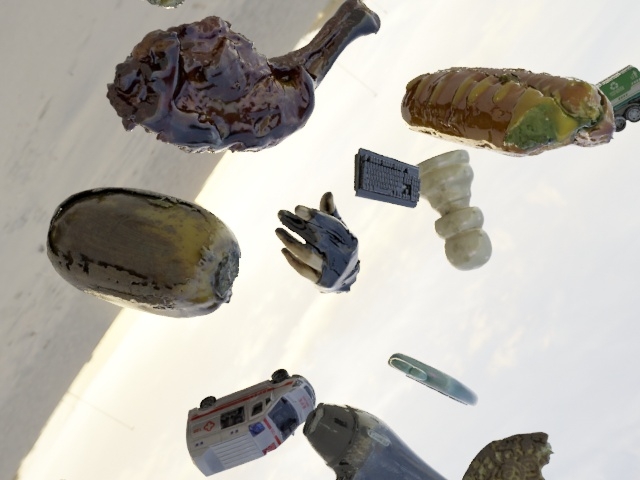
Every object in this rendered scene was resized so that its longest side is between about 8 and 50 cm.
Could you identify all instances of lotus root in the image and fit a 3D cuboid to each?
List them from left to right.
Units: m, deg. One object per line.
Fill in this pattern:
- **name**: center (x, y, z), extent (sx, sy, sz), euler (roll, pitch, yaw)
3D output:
- **lotus root**: center (-0.301, 0.016, 1.220), extent (0.397, 0.179, 0.196), euler (11, -116, 26)

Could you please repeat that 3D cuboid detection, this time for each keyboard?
- **keyboard**: center (0.131, -0.117, 1.412), extent (0.025, 0.230, 0.094), euler (1, -93, 35)

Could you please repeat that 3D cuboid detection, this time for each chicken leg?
- **chicken leg**: center (-0.069, -0.190, 0.854), extent (0.096, 0.158, 0.407), euler (18, -147, 38)

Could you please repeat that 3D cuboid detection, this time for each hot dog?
- **hot dog**: center (0.169, -0.126, 0.701), extent (0.269, 0.115, 0.072), euler (-149, -124, -62)

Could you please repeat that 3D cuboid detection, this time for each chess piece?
- **chess piece**: center (0.343, -0.067, 1.901), extent (0.167, 0.300, 0.167), euler (-16, 171, -3)

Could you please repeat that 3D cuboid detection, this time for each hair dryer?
- **hair dryer**: center (0.052, 0.355, 0.920), extent (0.091, 0.235, 0.272), euler (-44, -165, 50)

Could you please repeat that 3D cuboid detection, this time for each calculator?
- **calculator**: center (0.243, 0.300, 1.606), extent (0.185, 0.299, 0.041), euler (21, -99, 37)

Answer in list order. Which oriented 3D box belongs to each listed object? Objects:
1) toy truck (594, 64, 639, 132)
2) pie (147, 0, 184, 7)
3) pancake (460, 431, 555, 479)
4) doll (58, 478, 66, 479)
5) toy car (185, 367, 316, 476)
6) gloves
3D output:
- **toy truck**: center (0.726, -0.341, 1.743), extent (0.253, 0.124, 0.114), euler (-32, -172, 22)
- **pie**: center (-0.354, -0.672, 1.602), extent (0.308, 0.308, 0.085), euler (-55, -169, -1)
- **pancake**: center (0.353, 0.452, 1.191), extent (0.288, 0.033, 0.286), euler (-3, -118, 27)
- **doll**: center (-0.468, 0.505, 1.393), extent (0.067, 0.091, 0.219), euler (-17, -175, -25)
- **toy car**: center (-0.105, 0.284, 1.152), extent (0.209, 0.089, 0.108), euler (-22, -154, 7)
- **gloves**: center (0.008, 0.003, 1.723), extent (0.152, 0.301, 0.197), euler (6, -115, 42)
